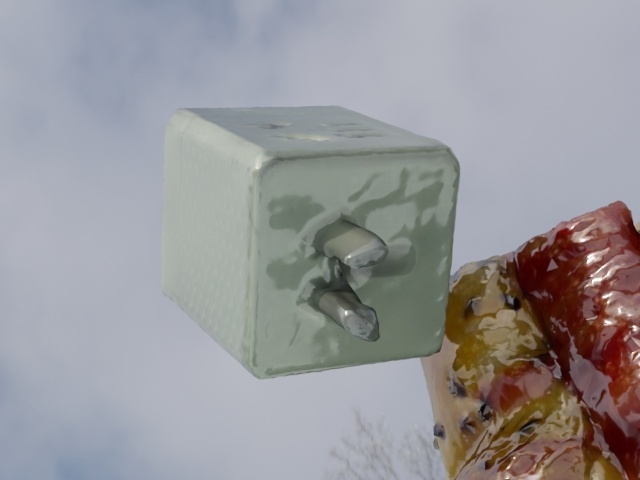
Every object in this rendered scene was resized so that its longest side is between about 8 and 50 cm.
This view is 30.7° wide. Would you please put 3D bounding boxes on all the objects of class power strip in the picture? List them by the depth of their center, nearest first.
[{"bbox_3d":[0.000,0.000,0.726,0.140,0.224,0.139,-3,-73,-27],"label":"power strip"}]

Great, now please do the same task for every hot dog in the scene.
[{"bbox_3d":[0.217,0.149,0.677,0.367,0.365,0.196,-25,-33,34],"label":"hot dog"}]
